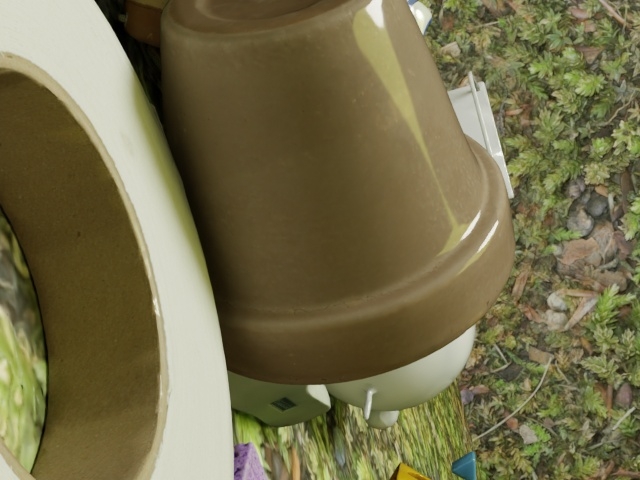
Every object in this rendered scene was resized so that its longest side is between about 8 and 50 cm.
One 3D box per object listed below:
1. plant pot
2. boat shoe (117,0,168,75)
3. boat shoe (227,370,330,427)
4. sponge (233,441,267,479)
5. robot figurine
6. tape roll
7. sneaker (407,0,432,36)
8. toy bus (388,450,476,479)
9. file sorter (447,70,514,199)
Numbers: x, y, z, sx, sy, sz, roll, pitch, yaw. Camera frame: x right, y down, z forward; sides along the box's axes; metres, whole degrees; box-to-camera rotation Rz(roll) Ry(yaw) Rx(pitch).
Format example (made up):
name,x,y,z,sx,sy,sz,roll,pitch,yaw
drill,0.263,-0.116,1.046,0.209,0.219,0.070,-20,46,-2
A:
name,x,y,z,sx,sy,sz,roll,pitch,yaw
plant pot,-0.004,-0.071,0.672,0.263,0.263,0.229,-90,169,-53
boat shoe,-0.108,-0.188,0.821,0.324,0.123,0.119,-24,131,-86
boat shoe,-0.047,0.098,0.832,0.227,0.079,0.081,64,6,-65
sponge,-0.037,0.271,0.739,0.117,0.031,0.210,-83,157,-63
robot figurine,0.077,0.066,1.135,0.353,0.200,0.299,-71,160,-69
tape roll,-0.139,0.025,0.434,0.392,0.072,0.392,-15,90,-80
sneaker,0.002,-0.156,0.957,0.111,0.131,0.296,-64,-171,-26
toy bus,0.153,0.354,1.174,0.104,0.191,0.202,-34,109,-79
file sorter,0.133,-0.129,1.510,0.173,0.278,0.192,7,68,-74
